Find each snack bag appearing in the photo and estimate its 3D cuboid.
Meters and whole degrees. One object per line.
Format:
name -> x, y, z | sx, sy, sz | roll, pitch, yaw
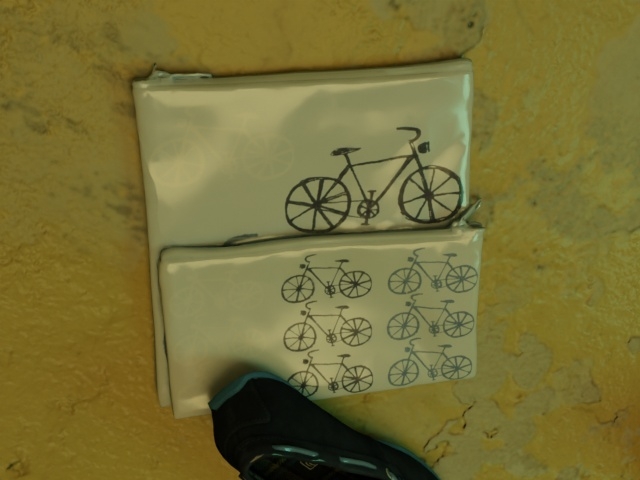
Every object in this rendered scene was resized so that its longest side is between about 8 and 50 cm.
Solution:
snack bag -> 0.000, 0.000, 0.925 | 0.323, 0.037, 0.342 | -5, 114, -10

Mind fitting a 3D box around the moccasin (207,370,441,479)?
moccasin -> 0.018, 0.260, 0.981 | 0.342, 0.117, 0.137 | 33, 109, -31
